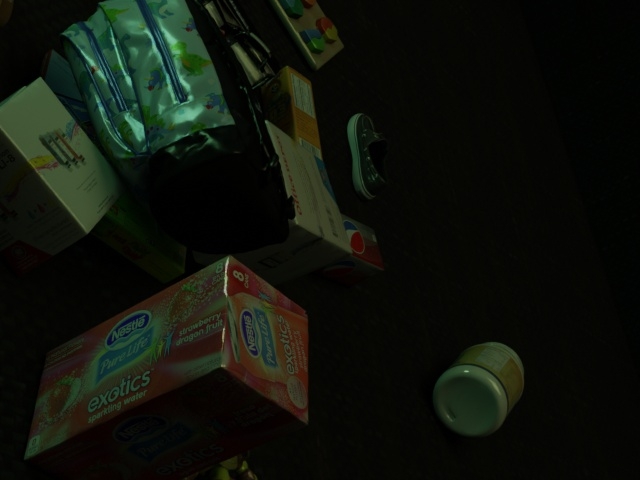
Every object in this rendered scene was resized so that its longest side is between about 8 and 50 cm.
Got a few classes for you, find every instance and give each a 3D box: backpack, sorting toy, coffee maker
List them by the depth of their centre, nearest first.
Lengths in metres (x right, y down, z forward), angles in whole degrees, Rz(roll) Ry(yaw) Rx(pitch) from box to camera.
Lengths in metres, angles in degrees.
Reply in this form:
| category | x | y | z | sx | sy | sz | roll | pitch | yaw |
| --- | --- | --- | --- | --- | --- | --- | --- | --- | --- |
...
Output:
| category | x | y | z | sx | sy | sz | roll | pitch | yaw |
| --- | --- | --- | --- | --- | --- | --- | --- | --- | --- |
| backpack | -0.194 | -0.175 | 1.413 | 0.290 | 0.273 | 0.356 | 63 | 16 | -68 |
| coffee maker | -0.163 | -0.342 | 1.878 | 0.178 | 0.120 | 0.171 | 57 | 5 | -13 |
| sorting toy | -0.026 | -0.471 | 2.280 | 0.193 | 0.038 | 0.208 | 57 | 28 | -11 |

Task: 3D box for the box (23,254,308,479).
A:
| category | x | y | z | sx | sy | sz | roll | pitch | yaw |
| --- | --- | --- | --- | --- | --- | --- | --- | --- | --- |
| box | -0.169 | 0.162 | 1.196 | 0.142 | 0.299 | 0.154 | 40 | 35 | -36 |

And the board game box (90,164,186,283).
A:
| category | x | y | z | sx | sy | sz | roll | pitch | yaw |
| --- | --- | --- | --- | --- | --- | --- | --- | --- | --- |
| board game box | -0.262 | -0.027 | 1.482 | 0.181 | 0.043 | 0.092 | 40 | 34 | -37 |

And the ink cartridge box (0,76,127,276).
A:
| category | x | y | z | sx | sy | sz | roll | pitch | yaw |
| --- | --- | --- | --- | --- | --- | --- | --- | --- | --- |
| ink cartridge box | -0.350 | -0.078 | 1.285 | 0.176 | 0.128 | 0.127 | 53 | 29 | -16 |

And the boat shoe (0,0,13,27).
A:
| category | x | y | z | sx | sy | sz | roll | pitch | yaw |
| --- | --- | --- | --- | --- | --- | --- | --- | --- | --- |
| boat shoe | -0.461 | -0.415 | 1.397 | 0.120 | 0.122 | 0.324 | 25 | 53 | -56 |

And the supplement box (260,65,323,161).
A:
| category | x | y | z | sx | sy | sz | roll | pitch | yaw |
| --- | --- | --- | --- | --- | --- | --- | --- | --- | --- |
| supplement box | -0.053 | -0.202 | 1.957 | 0.080 | 0.078 | 0.234 | 30 | 41 | -41 |

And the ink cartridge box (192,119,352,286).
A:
| category | x | y | z | sx | sy | sz | roll | pitch | yaw |
| --- | --- | --- | --- | --- | --- | --- | --- | --- | --- |
| ink cartridge box | -0.086 | -0.047 | 1.621 | 0.232 | 0.168 | 0.171 | 31 | 40 | -65 |

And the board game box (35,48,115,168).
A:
| category | x | y | z | sx | sy | sz | roll | pitch | yaw |
| --- | --- | --- | --- | --- | --- | --- | --- | --- | --- |
| board game box | -0.297 | -0.137 | 1.538 | 0.281 | 0.027 | 0.145 | 40 | 33 | -36 |

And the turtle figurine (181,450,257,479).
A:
| category | x | y | z | sx | sy | sz | roll | pitch | yaw |
| --- | --- | --- | --- | --- | --- | --- | --- | --- | --- |
| turtle figurine | -0.129 | 0.281 | 1.349 | 0.270 | 0.087 | 0.217 | 56 | 15 | -17 |

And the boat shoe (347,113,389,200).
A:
| category | x | y | z | sx | sy | sz | roll | pitch | yaw |
| --- | --- | --- | --- | --- | --- | --- | --- | --- | --- |
| boat shoe | 0.107 | -0.185 | 2.214 | 0.080 | 0.076 | 0.229 | 42 | 34 | -35 |

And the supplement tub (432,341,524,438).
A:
| category | x | y | z | sx | sy | sz | roll | pitch | yaw |
| --- | --- | --- | --- | --- | --- | --- | --- | --- | --- |
| supplement tub | 0.312 | 0.284 | 2.077 | 0.144 | 0.144 | 0.199 | 62 | 27 | 0 |

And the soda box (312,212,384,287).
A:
| category | x | y | z | sx | sy | sz | roll | pitch | yaw |
| --- | --- | --- | --- | --- | --- | --- | --- | --- | --- |
| soda box | 0.000 | 0.000 | 1.862 | 0.263 | 0.083 | 0.092 | 24 | 45 | -49 |

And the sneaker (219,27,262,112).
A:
| category | x | y | z | sx | sy | sz | roll | pitch | yaw |
| --- | --- | --- | --- | --- | --- | --- | --- | --- | --- |
| sneaker | -0.190 | -0.262 | 1.750 | 0.262 | 0.104 | 0.125 | 55 | 31 | -14 |
